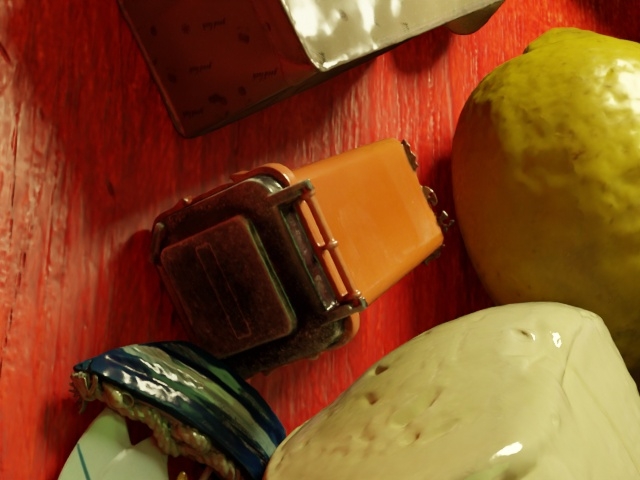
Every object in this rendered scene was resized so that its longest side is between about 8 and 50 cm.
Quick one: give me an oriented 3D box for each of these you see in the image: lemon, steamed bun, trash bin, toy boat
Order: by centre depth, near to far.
[{"bbox_3d":[-0.147,0.221,1.087,0.220,0.067,0.291,45,62,-21],"label":"toy boat"},{"bbox_3d":[0.127,0.256,1.130,0.371,0.290,0.456,66,23,0],"label":"steamed bun"},{"bbox_3d":[0.000,0.000,1.205,0.239,0.184,0.161,-28,95,-50],"label":"trash bin"},{"bbox_3d":[0.262,-0.044,1.387,0.285,0.285,0.316,19,37,-36],"label":"lemon"}]

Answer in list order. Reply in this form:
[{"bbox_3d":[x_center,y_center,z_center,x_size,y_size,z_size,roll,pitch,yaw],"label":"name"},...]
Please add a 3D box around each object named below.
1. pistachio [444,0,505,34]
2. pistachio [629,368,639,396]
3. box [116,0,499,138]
[{"bbox_3d":[0.154,-0.348,1.479,0.181,0.162,0.293,48,43,-54],"label":"pistachio"},{"bbox_3d":[0.377,0.118,1.511,0.237,0.153,0.137,-94,169,-47],"label":"pistachio"},{"bbox_3d":[-0.018,-0.253,1.269,0.297,0.190,0.225,-29,94,-45],"label":"box"}]
